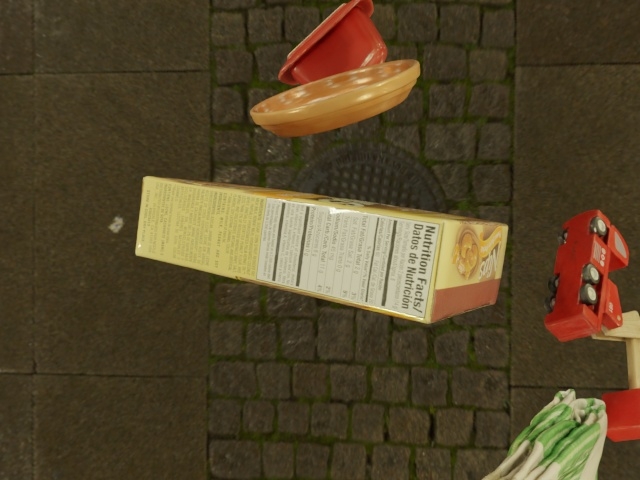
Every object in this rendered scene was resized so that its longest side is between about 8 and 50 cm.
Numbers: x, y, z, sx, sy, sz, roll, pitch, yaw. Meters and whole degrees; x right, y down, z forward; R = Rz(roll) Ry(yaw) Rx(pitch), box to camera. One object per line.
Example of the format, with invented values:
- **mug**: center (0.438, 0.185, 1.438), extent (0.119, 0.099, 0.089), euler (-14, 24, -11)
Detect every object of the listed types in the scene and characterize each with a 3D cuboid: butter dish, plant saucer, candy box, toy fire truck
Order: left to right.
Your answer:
- **candy box**: center (0.000, 0.000, 0.667), extent (0.316, 0.183, 0.088), euler (10, 95, 30)
- **plant saucer**: center (0.019, -0.162, 0.784), extent (0.200, 0.200, 0.037), euler (-15, 109, 5)
- **butter dish**: center (0.038, -0.240, 0.941), extent (0.160, 0.160, 0.118), euler (-40, 92, 11)
- **toy fire truck**: center (0.279, 0.078, 0.661), extent (0.135, 0.047, 0.192), euler (40, 51, -19)

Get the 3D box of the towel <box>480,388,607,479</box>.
- **towel**: center (0.097, 0.240, 0.376), extent (0.038, 0.325, 0.248), euler (8, 101, 34)
